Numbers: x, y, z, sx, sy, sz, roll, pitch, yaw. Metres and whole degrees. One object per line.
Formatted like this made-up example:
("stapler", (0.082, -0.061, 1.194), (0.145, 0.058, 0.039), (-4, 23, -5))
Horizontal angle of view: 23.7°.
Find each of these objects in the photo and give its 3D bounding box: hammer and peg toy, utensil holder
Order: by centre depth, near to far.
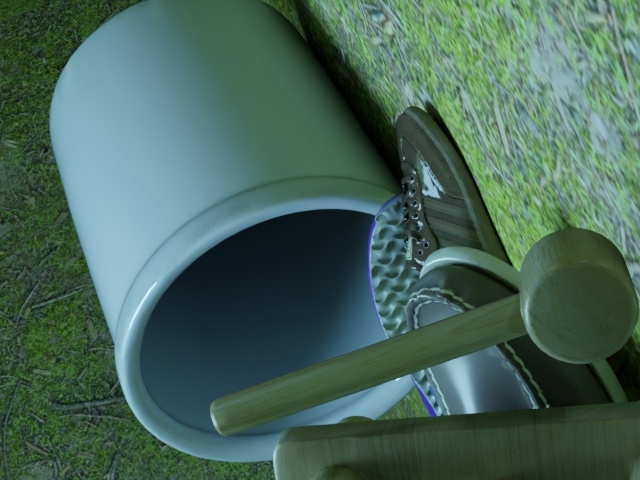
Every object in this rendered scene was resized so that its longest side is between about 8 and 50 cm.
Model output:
("hammer and peg toy", (0.099, 0.167, 0.874), (0.127, 0.266, 0.361), (-61, -37, -68))
("utensil holder", (-0.084, -0.029, 1.525), (0.385, 0.328, 0.327), (-117, 5, -45))

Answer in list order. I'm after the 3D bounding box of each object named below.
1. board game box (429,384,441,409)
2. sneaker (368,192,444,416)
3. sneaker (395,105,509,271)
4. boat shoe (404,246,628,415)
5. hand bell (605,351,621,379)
("board game box", (0.148, 0.136, 1.223), (0.020, 0.090, 0.090), (98, 147, -58))
("sneaker", (0.108, 0.089, 1.327), (0.293, 0.102, 0.146), (66, 175, -15))
("sneaker", (0.091, -0.011, 1.189), (0.188, 0.071, 0.066), (64, 175, 3))
("boat shoe", (0.146, 0.155, 0.981), (0.117, 0.097, 0.324), (-13, 114, 51))
("hand bell", (0.164, 0.124, 1.079), (0.126, 0.126, 0.242), (63, 163, 18))
